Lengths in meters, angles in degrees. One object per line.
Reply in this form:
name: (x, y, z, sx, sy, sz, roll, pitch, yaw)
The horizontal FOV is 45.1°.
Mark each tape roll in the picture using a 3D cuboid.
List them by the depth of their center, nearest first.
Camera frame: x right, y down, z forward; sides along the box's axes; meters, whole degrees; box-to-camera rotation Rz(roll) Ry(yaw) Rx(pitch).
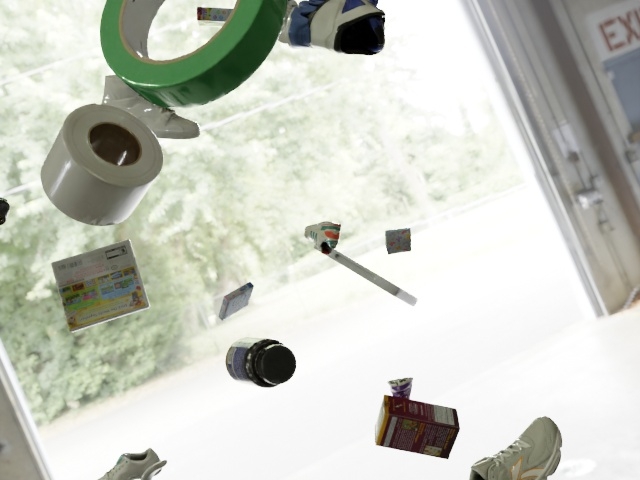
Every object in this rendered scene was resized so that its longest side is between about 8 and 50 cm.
tape roll: (-0.215, -0.378, 1.281, 0.321, 0.321, 0.077, -24, -27, 14)
tape roll: (-0.519, -0.179, 1.830, 0.246, 0.246, 0.169, -24, -15, -47)

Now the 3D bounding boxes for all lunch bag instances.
lunch bag: (0.209, -0.006, 2.074, 0.071, 0.053, 0.083, -10, -37, 1)

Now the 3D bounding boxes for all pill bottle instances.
pill bottle: (-0.146, 0.302, 1.910, 0.123, 0.122, 0.219, -24, 6, -26)

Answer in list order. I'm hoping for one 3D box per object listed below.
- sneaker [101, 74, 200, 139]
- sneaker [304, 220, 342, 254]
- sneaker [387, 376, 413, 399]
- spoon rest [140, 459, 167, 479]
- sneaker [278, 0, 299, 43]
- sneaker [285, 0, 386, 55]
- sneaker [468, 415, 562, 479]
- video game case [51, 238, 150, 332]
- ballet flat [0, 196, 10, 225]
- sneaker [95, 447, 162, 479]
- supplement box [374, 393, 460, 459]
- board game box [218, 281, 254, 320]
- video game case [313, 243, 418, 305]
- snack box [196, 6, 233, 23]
sneaker: (-0.471, -0.382, 2.144, 0.293, 0.169, 0.108, 11, 20, 2)
sneaker: (0.000, 0.000, 1.917, 0.057, 0.075, 0.161, 10, -13, -25)
sneaker: (0.214, 0.396, 1.986, 0.068, 0.071, 0.170, -12, -25, 5)
spoon rest: (-0.351, 0.659, 1.800, 0.084, 0.276, 0.137, -27, -10, 21)
sneaker: (-0.125, -0.617, 1.999, 0.292, 0.110, 0.118, 75, -145, -55)
sneaker: (0.086, -0.484, 1.671, 0.315, 0.182, 0.127, -47, -28, -33)
sneaker: (0.354, 0.433, 1.458, 0.262, 0.121, 0.099, -54, 14, -14)
video game case: (-0.617, 0.125, 2.159, 0.227, 0.206, 0.026, -17, -11, -9)
ballet flat: (-0.711, -0.077, 1.551, 0.074, 0.074, 0.203, -24, -25, 18)
sneaker: (-0.556, 0.641, 2.158, 0.212, 0.094, 0.080, -23, 31, -12)
supplement box: (0.236, 0.457, 1.891, 0.188, 0.104, 0.080, 12, 26, -3)
board game box: (-0.217, 0.156, 1.980, 0.090, 0.020, 0.090, -30, -25, -38)
video game case: (0.150, 0.108, 2.443, 0.036, 0.300, 0.329, -59, -20, 0)
snack box: (-0.259, -0.562, 1.940, 0.100, 0.037, 0.141, -1, 10, -6)
